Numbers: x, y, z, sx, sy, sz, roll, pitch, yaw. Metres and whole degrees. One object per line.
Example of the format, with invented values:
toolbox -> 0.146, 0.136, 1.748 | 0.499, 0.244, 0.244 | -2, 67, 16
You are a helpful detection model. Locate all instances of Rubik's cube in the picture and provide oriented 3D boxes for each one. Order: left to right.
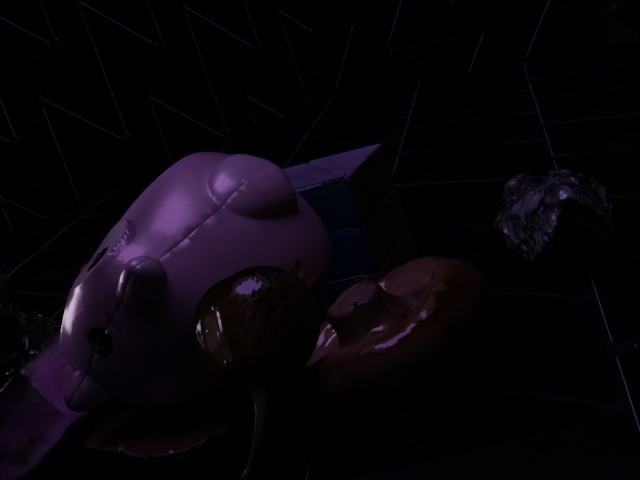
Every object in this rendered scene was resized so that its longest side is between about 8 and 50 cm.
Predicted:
Rubik's cube -> 0.000, 0.000, 1.838 | 0.231, 0.224, 0.221 | -13, 14, 22

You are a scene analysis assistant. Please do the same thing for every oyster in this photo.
oyster -> 0.340, -0.038, 1.734 | 0.162, 0.158, 0.351 | -53, -2, 3

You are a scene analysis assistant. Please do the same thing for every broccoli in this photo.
broccoli -> -0.597, 0.158, 2.104 | 0.270, 0.270, 0.270 | 15, -14, -43

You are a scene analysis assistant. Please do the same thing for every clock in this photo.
clock -> -0.158, 0.072, 1.571 | 0.377, 0.250, 0.368 | -37, -19, -55

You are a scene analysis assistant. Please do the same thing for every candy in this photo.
candy -> -0.373, 0.211, 1.644 | 0.155, 0.116, 0.265 | -46, 3, 20

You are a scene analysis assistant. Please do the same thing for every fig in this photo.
fig -> -0.072, 0.151, 1.338 | 0.149, 0.245, 0.149 | -1, -25, -1

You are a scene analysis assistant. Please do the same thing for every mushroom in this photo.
mushroom -> 0.079, 0.114, 1.427 | 0.278, 0.146, 0.278 | -36, 10, 8

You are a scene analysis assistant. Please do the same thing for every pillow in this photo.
pillow -> -0.207, 0.247, 1.517 | 0.232, 0.043, 0.126 | -6, 15, 44
